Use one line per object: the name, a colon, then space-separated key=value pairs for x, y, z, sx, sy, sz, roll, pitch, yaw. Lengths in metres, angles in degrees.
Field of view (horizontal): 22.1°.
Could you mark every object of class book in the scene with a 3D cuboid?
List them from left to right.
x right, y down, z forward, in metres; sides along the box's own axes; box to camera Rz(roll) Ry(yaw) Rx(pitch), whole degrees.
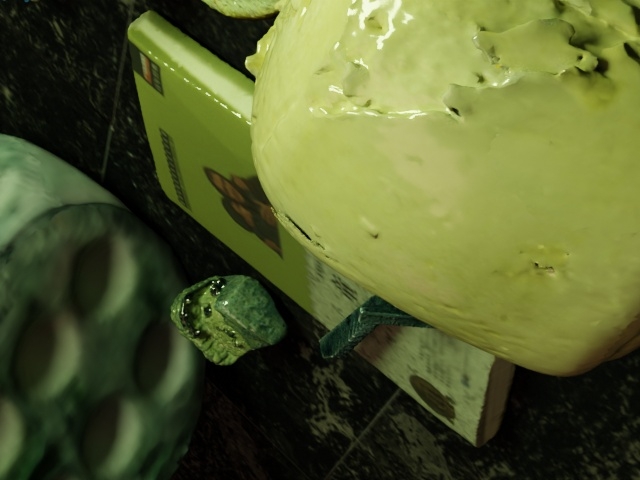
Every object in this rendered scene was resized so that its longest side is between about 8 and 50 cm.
book: x=0.000 y=0.000 z=1.208 sx=0.352 sy=0.035 sz=0.239 roll=37 pitch=157 yaw=21

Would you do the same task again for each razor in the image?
razor: x=0.034 y=0.060 z=1.175 sx=0.066 sy=0.033 sz=0.190 roll=5 pitch=166 yaw=-14

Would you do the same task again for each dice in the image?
dice: x=-0.326 y=0.117 z=1.518 sx=0.348 sy=0.328 sz=0.330 roll=6 pitch=141 yaw=40

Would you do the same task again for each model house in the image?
model house: x=-0.076 y=0.065 z=1.402 sx=0.078 sy=0.066 sz=0.083 roll=50 pitch=156 yaw=-11

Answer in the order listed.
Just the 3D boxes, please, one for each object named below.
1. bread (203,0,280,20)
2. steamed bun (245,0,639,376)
bread: x=-0.032 y=-0.167 z=0.905 sx=0.156 sy=0.103 sz=0.110 roll=44 pitch=152 yaw=24
steamed bun: x=0.074 y=-0.040 z=0.774 sx=0.232 sy=0.166 sz=0.273 roll=23 pitch=155 yaw=-8
